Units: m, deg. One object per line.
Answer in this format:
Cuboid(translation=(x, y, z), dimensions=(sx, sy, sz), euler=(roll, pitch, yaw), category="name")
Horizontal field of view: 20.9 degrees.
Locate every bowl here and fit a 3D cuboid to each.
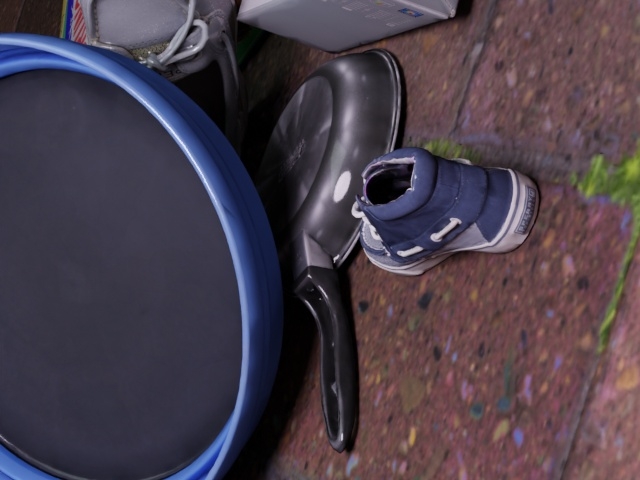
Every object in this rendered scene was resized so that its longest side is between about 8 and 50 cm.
Cuboid(translation=(-0.201, 0.038, 1.290), dimensions=(0.077, 0.391, 0.391), euler=(-23, -33, -59), category="bowl")

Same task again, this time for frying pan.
Cuboid(translation=(-0.012, 0.005, 1.271), dimensions=(0.197, 0.053, 0.326), euler=(-28, 46, 60), category="frying pan")

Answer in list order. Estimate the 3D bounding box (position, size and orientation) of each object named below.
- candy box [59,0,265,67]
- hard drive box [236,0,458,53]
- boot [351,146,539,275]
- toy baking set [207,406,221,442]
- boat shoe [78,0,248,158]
Cuboid(translation=(-0.143, -0.246, 1.646), dimensions=(0.317, 0.122, 0.268), euler=(-52, 30, 42), category="candy box")
Cuboid(translation=(0.034, -0.245, 1.267), dimensions=(0.232, 0.089, 0.181), euler=(177, 109, -70), category="hard drive box")
Cuboid(translation=(0.052, -0.024, 1.086), dimensions=(0.190, 0.086, 0.069), euler=(-17, 58, 63), category="boot")
Cuboid(translation=(-0.117, 0.148, 1.424), dimensions=(0.256, 0.030, 0.197), euler=(126, 146, -50), category="toy baking set")
Cuboid(translation=(-0.117, -0.129, 1.383), dimensions=(0.320, 0.118, 0.103), euler=(78, -175, -63), category="boat shoe")
